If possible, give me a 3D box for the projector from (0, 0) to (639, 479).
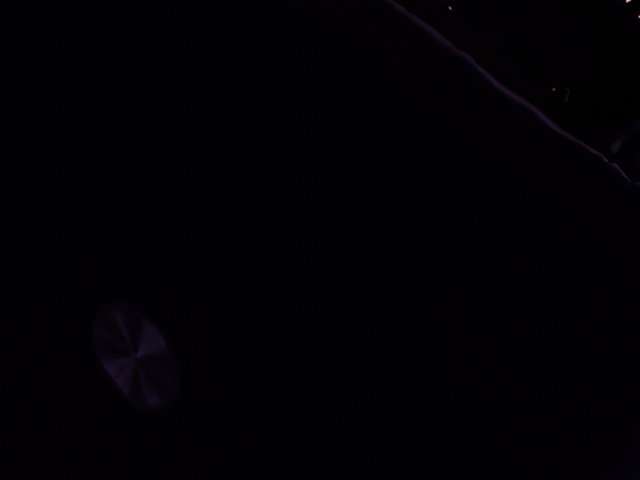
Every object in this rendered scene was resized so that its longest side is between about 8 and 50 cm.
[{"bbox_3d":[0.000,0.000,0.718,0.242,0.395,0.405,-29,151,-44],"label":"projector"}]
